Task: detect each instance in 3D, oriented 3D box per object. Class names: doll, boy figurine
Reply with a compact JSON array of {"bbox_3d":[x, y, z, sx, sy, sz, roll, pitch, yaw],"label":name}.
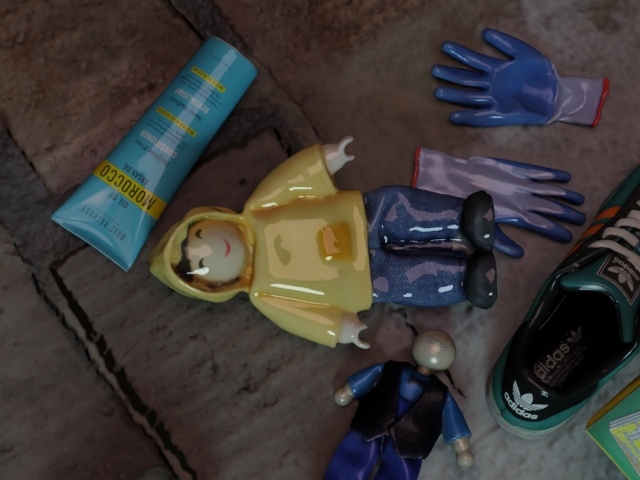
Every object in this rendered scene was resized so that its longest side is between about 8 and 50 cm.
[{"bbox_3d":[0.065,0.158,1.479,0.129,0.046,0.189,21,68,12],"label":"doll"},{"bbox_3d":[0.000,0.000,1.490,0.285,0.092,0.177,1,91,-4],"label":"boy figurine"}]

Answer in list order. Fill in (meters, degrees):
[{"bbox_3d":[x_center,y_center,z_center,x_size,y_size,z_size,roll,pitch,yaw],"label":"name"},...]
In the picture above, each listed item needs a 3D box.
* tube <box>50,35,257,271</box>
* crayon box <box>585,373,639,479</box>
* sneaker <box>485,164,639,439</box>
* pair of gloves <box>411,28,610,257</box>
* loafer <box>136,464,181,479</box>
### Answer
[{"bbox_3d":[-0.135,-0.078,1.532,0.080,0.052,0.207,34,81,12],"label":"tube"},{"bbox_3d":[0.430,0.185,1.398,0.363,0.106,0.313,48,48,8],"label":"crayon box"},{"bbox_3d":[0.251,0.033,1.486,0.108,0.121,0.302,36,76,5],"label":"sneaker"},{"bbox_3d":[0.163,-0.085,1.562,0.159,0.023,0.198,14,74,0],"label":"pair of gloves"},{"bbox_3d":[-0.144,0.302,1.403,0.087,0.094,0.251,20,75,6],"label":"loafer"}]
